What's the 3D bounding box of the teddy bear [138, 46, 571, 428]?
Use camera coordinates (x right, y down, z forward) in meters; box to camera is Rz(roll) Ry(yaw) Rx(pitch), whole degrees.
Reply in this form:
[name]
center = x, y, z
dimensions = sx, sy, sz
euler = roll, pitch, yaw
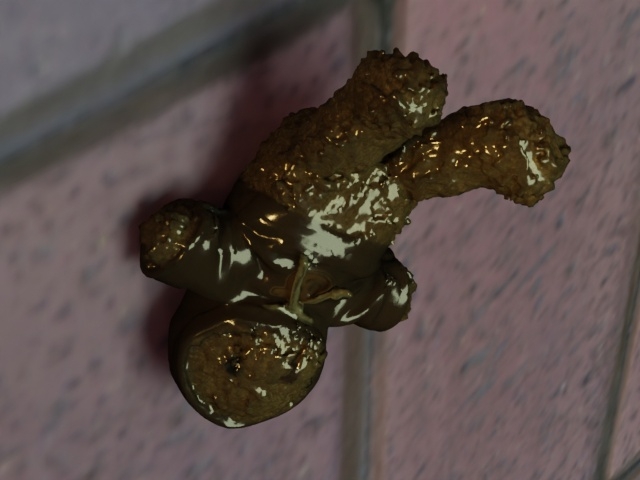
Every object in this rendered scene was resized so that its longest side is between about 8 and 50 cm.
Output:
[teddy bear]
center = -0.002, -0.007, 0.544
dimensions = 0.119, 0.078, 0.160
euler = 20, 120, -41
